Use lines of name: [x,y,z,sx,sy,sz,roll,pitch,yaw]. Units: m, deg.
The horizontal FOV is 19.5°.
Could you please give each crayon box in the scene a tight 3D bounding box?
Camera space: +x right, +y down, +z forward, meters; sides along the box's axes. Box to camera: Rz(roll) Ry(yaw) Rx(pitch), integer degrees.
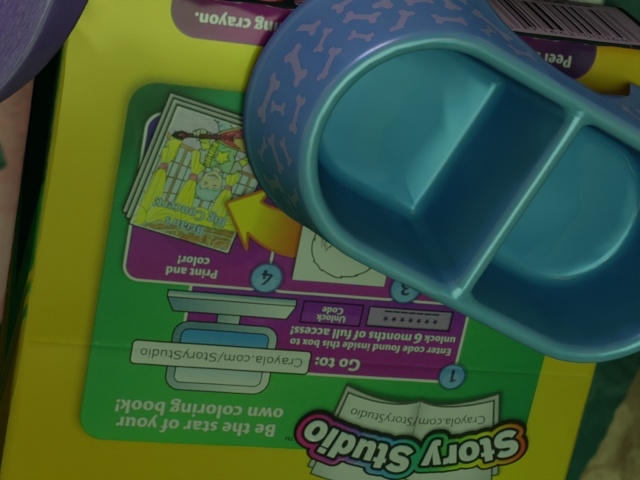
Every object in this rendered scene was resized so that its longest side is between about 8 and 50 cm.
crayon box: [0.000,0.000,1.134,0.363,0.106,0.313,5,113,-17]

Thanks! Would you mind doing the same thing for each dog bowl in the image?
dog bowl: [0.100,-0.032,1.043,0.297,0.074,0.166,27,105,-25]

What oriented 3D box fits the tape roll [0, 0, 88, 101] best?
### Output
tape roll: [-0.249,-0.179,0.945,0.275,0.090,0.275,2,105,7]
